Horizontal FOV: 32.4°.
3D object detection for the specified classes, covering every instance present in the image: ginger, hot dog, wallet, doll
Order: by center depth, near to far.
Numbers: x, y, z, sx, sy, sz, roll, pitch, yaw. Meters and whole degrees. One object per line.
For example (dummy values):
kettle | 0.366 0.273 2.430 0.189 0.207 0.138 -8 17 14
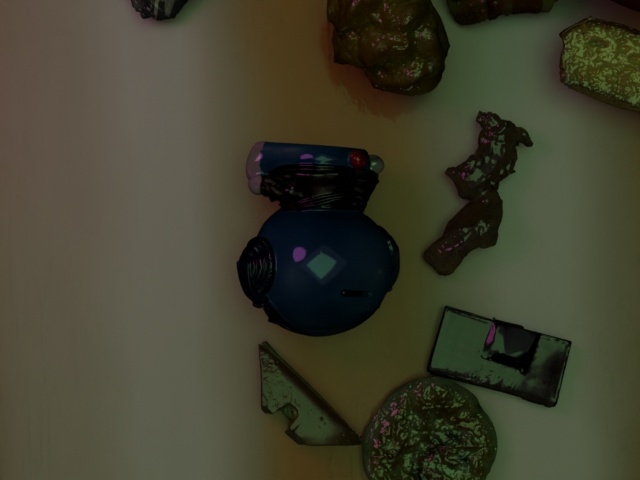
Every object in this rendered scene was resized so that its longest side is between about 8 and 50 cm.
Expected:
doll | 0.000 0.000 1.780 0.284 0.240 0.310 2 93 -31
ginger | 0.263 -0.075 1.871 0.122 0.084 0.290 22 87 -8
wallet | 0.306 0.198 1.881 0.230 0.042 0.124 15 89 0
hot dog | 0.315 -0.447 1.884 0.213 0.103 0.146 -15 88 -2

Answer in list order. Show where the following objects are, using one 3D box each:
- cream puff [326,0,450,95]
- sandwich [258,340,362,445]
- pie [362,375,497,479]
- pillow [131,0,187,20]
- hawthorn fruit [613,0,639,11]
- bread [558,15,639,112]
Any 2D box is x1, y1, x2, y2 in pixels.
cream puff | 0.114 -0.357 1.816 0.196 0.244 0.244 -1 87 10
sandwich | -0.039 0.281 1.837 0.088 0.090 0.244 -45 89 -7
pie | 0.184 0.351 1.862 0.240 0.054 0.241 0 89 -2
pillow | -0.207 -0.519 1.870 0.335 0.092 0.161 -43 95 -4
hawthorn fruit | 0.515 -0.560 1.766 0.402 0.403 0.403 0 87 -2
bread | 0.519 -0.289 1.871 0.260 0.134 0.129 20 97 4
